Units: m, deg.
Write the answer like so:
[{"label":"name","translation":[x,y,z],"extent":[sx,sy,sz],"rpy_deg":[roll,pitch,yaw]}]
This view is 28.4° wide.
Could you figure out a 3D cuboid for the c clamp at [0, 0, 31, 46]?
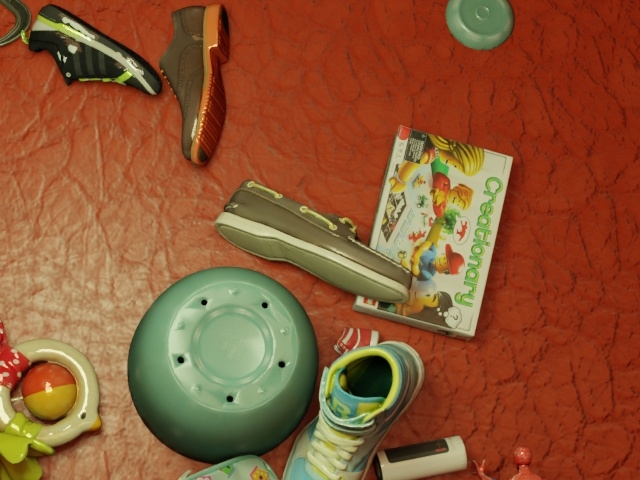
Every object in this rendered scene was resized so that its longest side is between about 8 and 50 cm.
[{"label":"c clamp","translation":[-0.548,-0.359,2.007],"extent":[0.160,0.022,0.137],"rpy_deg":[34,70,3]}]

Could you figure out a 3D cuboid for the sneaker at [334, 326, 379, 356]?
[{"label":"sneaker","translation":[0.048,0.191,1.946],"extent":[0.067,0.042,0.118],"rpy_deg":[13,73,-4]}]

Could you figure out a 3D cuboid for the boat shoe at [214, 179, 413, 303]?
[{"label":"boat shoe","translation":[0.000,0.000,1.926],"extent":[0.324,0.116,0.097],"rpy_deg":[21,68,17]}]

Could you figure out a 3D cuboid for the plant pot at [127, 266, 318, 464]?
[{"label":"plant pot","translation":[-0.135,0.168,1.827],"extent":[0.293,0.235,0.293],"rpy_deg":[2,76,-7]}]

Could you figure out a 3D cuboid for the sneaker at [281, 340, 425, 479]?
[{"label":"sneaker","translation":[0.021,0.275,1.811],"extent":[0.127,0.208,0.319],"rpy_deg":[31,90,17]}]

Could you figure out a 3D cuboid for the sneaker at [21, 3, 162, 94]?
[{"label":"sneaker","translation":[-0.361,-0.280,1.996],"extent":[0.234,0.084,0.097],"rpy_deg":[33,99,2]}]

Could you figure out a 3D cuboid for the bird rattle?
[{"label":"bird rattle","translation":[-0.432,0.225,1.856],"extent":[0.207,0.143,0.253],"rpy_deg":[-12,65,-22]}]

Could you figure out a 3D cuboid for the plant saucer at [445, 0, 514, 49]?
[{"label":"plant saucer","translation":[0.271,-0.379,2.121],"extent":[0.119,0.021,0.119],"rpy_deg":[2,76,-7]}]

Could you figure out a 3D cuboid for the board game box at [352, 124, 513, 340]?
[{"label":"board game box","translation":[0.179,-0.013,2.005],"extent":[0.193,0.053,0.305],"rpy_deg":[15,75,-4]}]

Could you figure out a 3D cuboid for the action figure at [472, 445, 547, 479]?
[{"label":"action figure","translation":[0.289,0.437,1.906],"extent":[0.091,0.139,0.280],"rpy_deg":[0,99,-11]}]

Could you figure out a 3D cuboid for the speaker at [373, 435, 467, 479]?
[{"label":"speaker","translation":[0.152,0.335,1.920],"extent":[0.136,0.055,0.055],"rpy_deg":[-9,78,-9]}]

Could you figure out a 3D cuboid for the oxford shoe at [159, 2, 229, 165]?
[{"label":"oxford shoe","translation":[-0.204,-0.245,2.000],"extent":[0.098,0.097,0.271],"rpy_deg":[0,69,10]}]

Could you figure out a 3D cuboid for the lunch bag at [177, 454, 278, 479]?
[{"label":"lunch bag","translation":[-0.128,0.449,1.776],"extent":[0.224,0.108,0.279],"rpy_deg":[-12,74,-50]}]
